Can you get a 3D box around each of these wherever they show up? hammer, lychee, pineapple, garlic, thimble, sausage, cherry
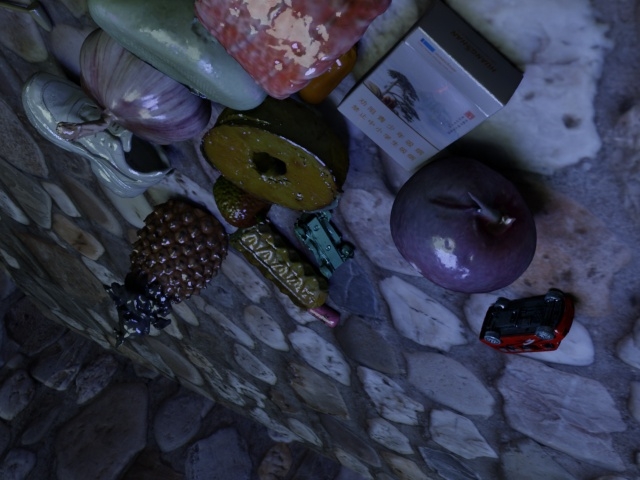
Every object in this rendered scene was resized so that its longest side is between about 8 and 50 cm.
[{"bbox_3d":[0.008,0.179,1.723,0.083,0.043,0.043,30,152,5],"label":"hammer"},{"bbox_3d":[-0.153,-0.079,1.406,0.146,0.114,0.114,41,155,17],"label":"lychee"},{"bbox_3d":[-0.382,0.087,1.655,0.222,0.357,0.223,26,155,14],"label":"pineapple"},{"bbox_3d":[-0.340,-0.242,1.210,0.245,0.253,0.245,33,151,21],"label":"garlic"},{"bbox_3d":[-0.019,-0.291,0.802,0.162,0.239,0.239,41,152,-19],"label":"thimble"},{"bbox_3d":[0.003,-0.249,1.034,0.062,0.054,0.183,65,152,2],"label":"sausage"},{"bbox_3d":[-0.605,-0.456,1.396,0.195,0.028,0.060,22,157,28],"label":"hammer"},{"bbox_3d":[0.208,-0.020,1.043,0.213,0.183,0.266,51,165,-14],"label":"cherry"}]

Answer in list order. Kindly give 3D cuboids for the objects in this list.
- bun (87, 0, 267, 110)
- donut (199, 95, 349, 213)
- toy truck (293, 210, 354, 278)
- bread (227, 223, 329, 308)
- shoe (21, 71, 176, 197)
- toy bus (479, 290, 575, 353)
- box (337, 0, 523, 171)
[{"bbox_3d":[-0.178,-0.319,0.995,0.283,0.179,0.283,29,178,1],"label":"bun"},{"bbox_3d":[-0.067,-0.153,1.181,0.271,0.107,0.272,22,161,8],"label":"donut"},{"bbox_3d":[-0.001,-0.001,1.414,0.078,0.080,0.154,34,162,52],"label":"toy truck"},{"bbox_3d":[-0.086,0.056,1.578,0.269,0.098,0.087,45,-168,-21],"label":"bread"},{"bbox_3d":[-0.449,-0.233,1.475,0.210,0.132,0.342,-7,136,46],"label":"shoe"},{"bbox_3d":[0.375,0.153,1.248,0.089,0.081,0.195,33,154,-20],"label":"toy bus"},{"bbox_3d":[0.138,-0.199,0.954,0.149,0.067,0.233,38,153,-11],"label":"box"}]
